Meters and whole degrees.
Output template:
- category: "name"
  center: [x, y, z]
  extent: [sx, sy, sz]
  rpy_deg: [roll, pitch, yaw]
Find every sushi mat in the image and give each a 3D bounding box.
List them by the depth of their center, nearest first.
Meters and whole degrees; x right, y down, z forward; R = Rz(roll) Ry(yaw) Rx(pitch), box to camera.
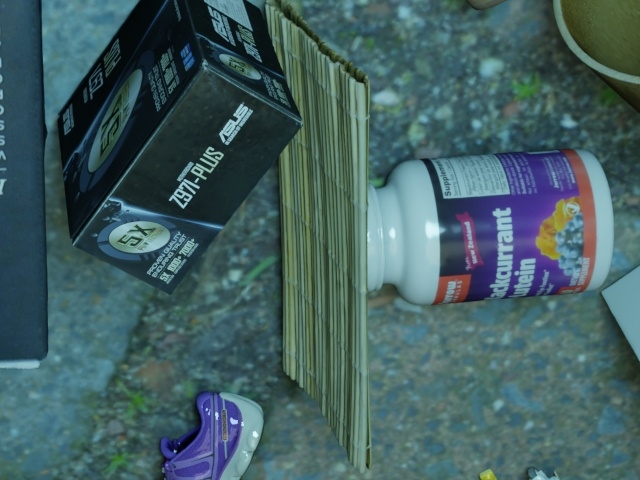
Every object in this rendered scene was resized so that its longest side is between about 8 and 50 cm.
- category: "sushi mat"
  center: [0.000, 0.000, 1.135]
  extent: [0.019, 0.151, 0.316]
  rpy_deg: [-14, 123, -21]

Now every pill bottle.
- category: "pill bottle"
  center: [0.106, -0.008, 1.176]
  extent: [0.194, 0.108, 0.108]
  rpy_deg: [-5, 121, -8]

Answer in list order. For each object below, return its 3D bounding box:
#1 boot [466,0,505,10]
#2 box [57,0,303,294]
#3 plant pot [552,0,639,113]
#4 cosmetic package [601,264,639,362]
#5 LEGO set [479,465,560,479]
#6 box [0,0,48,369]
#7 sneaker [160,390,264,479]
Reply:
- category: "boot"
  center: [0.144, -0.301, 1.013]
  extent: [0.283, 0.109, 0.220]
  rpy_deg: [-28, 117, 24]
- category: "box"
  center: [-0.098, -0.080, 1.050]
  extent: [0.078, 0.180, 0.147]
  rpy_deg: [29, 112, -26]
- category: "plant pot"
  center: [0.320, -0.127, 1.095]
  extent: [0.237, 0.237, 0.254]
  rpy_deg: [-35, 131, 11]
- category: "cosmetic package"
  center: [0.383, 0.080, 1.265]
  extent: [0.225, 0.138, 0.224]
  rpy_deg: [-36, 121, 10]
- category: "LEGO set"
  center: [0.107, 0.311, 1.366]
  extent: [0.132, 0.107, 0.287]
  rpy_deg: [33, 109, -26]
- category: "box"
  center: [-0.262, -0.166, 0.901]
  extent: [0.212, 0.293, 0.395]
  rpy_deg: [-2, 120, -9]
- category: "sneaker"
  center: [-0.103, 0.192, 1.292]
  extent: [0.071, 0.068, 0.169]
  rpy_deg: [22, 106, -5]
